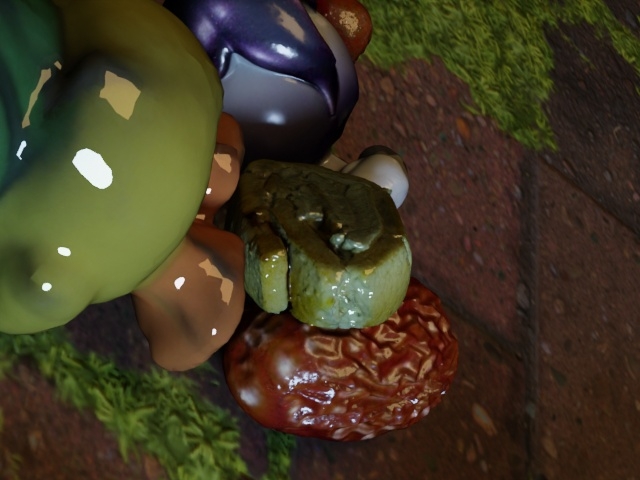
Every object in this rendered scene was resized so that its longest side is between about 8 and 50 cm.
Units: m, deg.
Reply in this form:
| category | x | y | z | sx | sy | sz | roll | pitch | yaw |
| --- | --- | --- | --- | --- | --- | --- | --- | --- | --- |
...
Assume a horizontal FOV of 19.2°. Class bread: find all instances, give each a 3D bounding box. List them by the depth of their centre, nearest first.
| category | x | y | z | sx | sy | sz | roll | pitch | yaw |
| --- | --- | --- | --- | --- | --- | --- | --- | --- | --- |
| bread | 0.000 | 0.000 | 1.211 | 0.117 | 0.064 | 0.156 | 4 | 25 | -15 |

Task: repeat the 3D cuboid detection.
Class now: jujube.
| category | x | y | z | sx | sy | sz | roll | pitch | yaw |
| --- | --- | --- | --- | --- | --- | --- | --- | --- | --- |
| jujube | 0.012 | 0.077 | 1.263 | 0.176 | 0.109 | 0.112 | -8 | 34 | -44 |

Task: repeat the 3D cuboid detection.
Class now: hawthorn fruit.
| category | x | y | z | sx | sy | sz | roll | pitch | yaw |
| --- | --- | --- | --- | --- | --- | --- | --- | --- | --- |
| hawthorn fruit | 0.001 | -0.161 | 1.454 | 0.077 | 0.077 | 0.077 | 30 | 44 | -34 |

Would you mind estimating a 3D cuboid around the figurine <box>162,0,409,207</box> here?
| category | x | y | z | sx | sy | sz | roll | pitch | yaw |
| --- | --- | --- | --- | --- | --- | --- | --- | --- | --- |
| figurine | -0.028 | -0.092 | 1.312 | 0.222 | 0.145 | 0.145 | 52 | 35 | -11 |

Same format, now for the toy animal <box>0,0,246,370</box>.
| category | x | y | z | sx | sy | sz | roll | pitch | yaw |
| --- | --- | --- | --- | --- | --- | --- | --- | --- | --- |
| toy animal | -0.165 | -0.068 | 1.071 | 0.338 | 0.191 | 0.216 | 26 | 47 | -37 |
